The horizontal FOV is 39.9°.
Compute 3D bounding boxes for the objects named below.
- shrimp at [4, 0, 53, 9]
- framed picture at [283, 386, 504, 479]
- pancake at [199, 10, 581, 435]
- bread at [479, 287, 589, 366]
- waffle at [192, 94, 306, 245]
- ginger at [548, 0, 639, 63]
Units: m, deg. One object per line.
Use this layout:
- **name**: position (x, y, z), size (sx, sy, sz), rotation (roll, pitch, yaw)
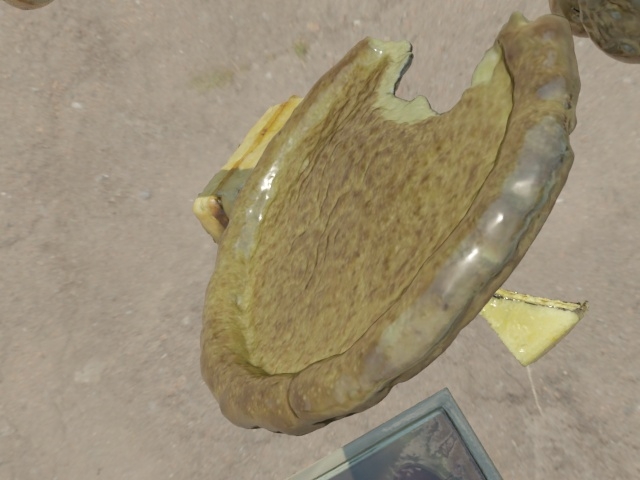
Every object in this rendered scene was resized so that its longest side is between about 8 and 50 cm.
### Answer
- **shrimp**: position (-0.282, -0.289, 0.805), size (0.063, 0.287, 0.152), rotation (-45, 116, -24)
- **framed picture**: position (0.056, 0.294, 0.820), size (0.290, 0.020, 0.211), rotation (-25, 74, -20)
- **pancake**: position (0.020, -0.025, 0.483), size (0.033, 0.288, 0.286), rotation (31, 125, -24)
- **bread**: position (0.363, 0.135, 1.495), size (0.178, 0.266, 0.141), rotation (-5, 89, 23)
- **waffle**: position (0.000, 0.000, 1.294), size (0.114, 0.261, 0.376), rotation (-9, 126, 41)
- **ginger**: position (0.418, -0.239, 1.021), size (0.176, 0.256, 0.375), rotation (-34, 71, -5)
